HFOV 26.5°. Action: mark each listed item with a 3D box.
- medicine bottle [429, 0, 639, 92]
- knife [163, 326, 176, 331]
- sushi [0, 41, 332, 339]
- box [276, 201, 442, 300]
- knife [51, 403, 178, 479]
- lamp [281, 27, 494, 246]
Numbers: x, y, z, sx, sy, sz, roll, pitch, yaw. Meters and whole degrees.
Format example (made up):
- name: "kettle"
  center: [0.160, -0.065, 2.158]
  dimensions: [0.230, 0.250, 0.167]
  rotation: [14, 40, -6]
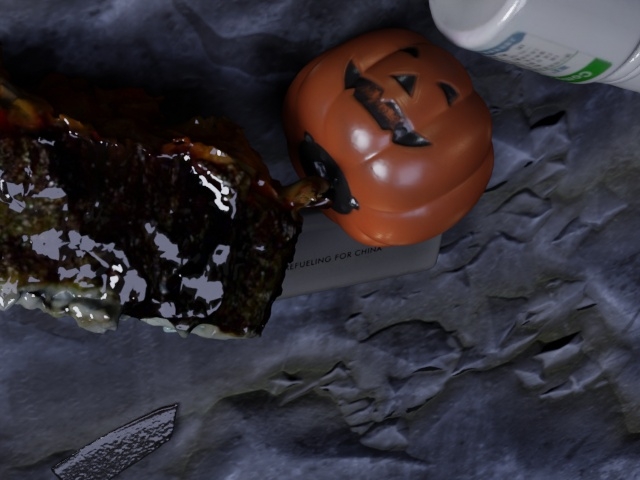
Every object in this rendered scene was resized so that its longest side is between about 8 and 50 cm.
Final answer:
- name: "medicine bottle"
  center: [0.221, -0.208, 1.184]
  dimensions: [0.237, 0.139, 0.139]
  rotation: [9, 123, -36]
- name: "knife"
  center: [-0.110, 0.076, 1.342]
  dimensions: [0.096, 0.010, 0.027]
  rotation: [-3, 128, -29]
- name: "sushi"
  center: [-0.155, -0.025, 1.079]
  dimensions: [0.343, 0.196, 0.181]
  rotation: [11, 108, -28]
- name: "box"
  center: [0.000, 0.000, 1.303]
  dimensions: [0.244, 0.055, 0.103]
  rotation: [-11, 132, -21]
- name: "knife"
  center: [-0.240, 0.238, 1.409]
  dimensions: [0.230, 0.028, 0.060]
  rotation: [-35, 123, 1]
- name: "lamp"
  center: [0.065, -0.092, 1.169]
  dimensions: [0.164, 0.188, 0.187]
  rotation: [-35, 139, -23]
